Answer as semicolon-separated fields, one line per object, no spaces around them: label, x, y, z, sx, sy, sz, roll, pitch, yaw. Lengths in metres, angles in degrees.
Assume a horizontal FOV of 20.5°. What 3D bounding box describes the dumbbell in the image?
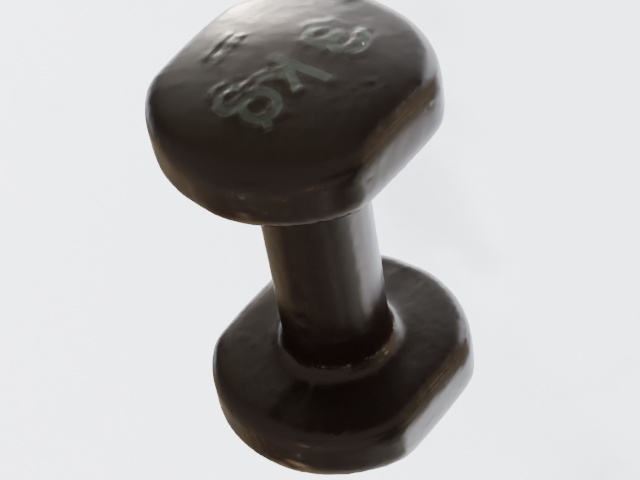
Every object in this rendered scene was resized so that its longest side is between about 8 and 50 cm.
dumbbell;0.000;0.000;0.867;0.124;0.140;0.225;24;-35;30
